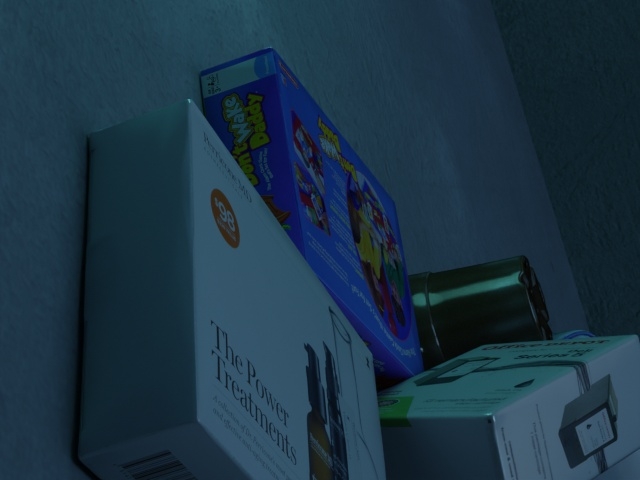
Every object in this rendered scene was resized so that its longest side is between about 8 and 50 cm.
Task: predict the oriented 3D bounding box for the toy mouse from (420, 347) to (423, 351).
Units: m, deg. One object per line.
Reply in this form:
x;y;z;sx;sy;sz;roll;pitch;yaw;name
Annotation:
0.083;0.146;1.735;0.161;0.031;0.143;55;23;-48;toy mouse

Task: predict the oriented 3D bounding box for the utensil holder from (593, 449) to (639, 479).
0.314;0.356;1.775;0.327;0.327;0.386;-58;128;-70;utensil holder

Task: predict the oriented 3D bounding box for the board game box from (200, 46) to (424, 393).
0.000;0.000;1.514;0.347;0.078;0.233;48;29;-57;board game box

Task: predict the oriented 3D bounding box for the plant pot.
0.196;0.101;1.928;0.167;0.165;0.167;-16;90;-74;plant pot

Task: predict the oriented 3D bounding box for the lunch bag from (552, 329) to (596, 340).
0.300;0.275;2.013;0.115;0.243;0.303;-10;-72;63;lunch bag

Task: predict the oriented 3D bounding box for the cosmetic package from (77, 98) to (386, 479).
-0.053;0.120;1.180;0.377;0.097;0.284;55;20;-48;cosmetic package

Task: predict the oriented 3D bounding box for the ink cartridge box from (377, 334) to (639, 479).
0.170;0.182;1.486;0.273;0.198;0.115;-19;99;-48;ink cartridge box
